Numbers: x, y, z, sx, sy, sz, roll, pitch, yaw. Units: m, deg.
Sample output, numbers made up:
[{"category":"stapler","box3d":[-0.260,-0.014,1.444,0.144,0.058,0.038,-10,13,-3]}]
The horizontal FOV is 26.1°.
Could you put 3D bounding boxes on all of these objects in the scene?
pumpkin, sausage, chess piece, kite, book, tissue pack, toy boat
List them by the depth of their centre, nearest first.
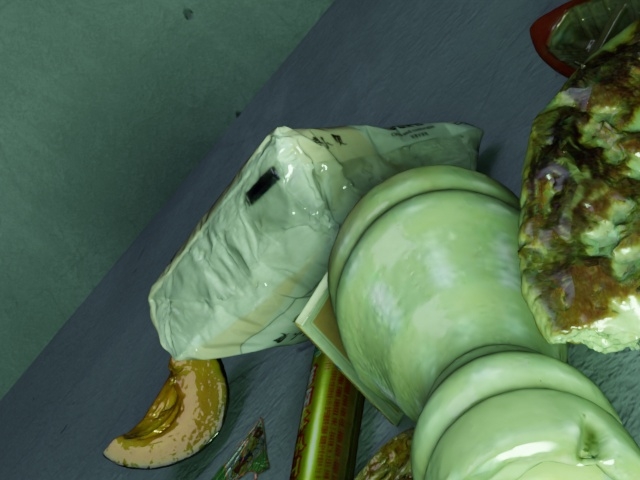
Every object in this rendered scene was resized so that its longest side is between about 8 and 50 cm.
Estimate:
[{"category":"chess piece","box3d":[0.141,0.123,1.136,0.234,0.234,0.442,-49,22,14]},{"category":"book","box3d":[0.071,0.072,1.428,0.018,0.242,0.170,21,71,37]},{"category":"toy boat","box3d":[0.328,-0.222,1.519,0.136,0.079,0.392,-57,13,0]},{"category":"sausage","box3d":[0.007,0.227,1.528,0.082,0.082,0.371,-43,20,32]},{"category":"tissue pack","box3d":[0.000,0.000,1.724,0.390,0.195,0.375,-45,-19,32]},{"category":"kite","box3d":[-0.124,0.330,1.795,0.198,0.006,0.244,-34,25,49]},{"category":"pumpkin","box3d":[-0.182,0.249,2.012,0.254,0.149,0.130,-58,-24,-16]}]

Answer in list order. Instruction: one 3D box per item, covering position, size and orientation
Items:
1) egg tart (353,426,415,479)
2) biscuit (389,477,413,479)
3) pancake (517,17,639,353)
[{"category":"egg tart","box3d":[0.075,0.241,1.360,0.129,0.049,0.129,-49,11,13]},{"category":"biscuit","box3d":[0.036,0.322,1.179,0.262,0.037,0.262,-38,27,24]},{"category":"pancake","box3d":[0.314,-0.077,1.080,0.304,0.067,0.427,3,50,21]}]
